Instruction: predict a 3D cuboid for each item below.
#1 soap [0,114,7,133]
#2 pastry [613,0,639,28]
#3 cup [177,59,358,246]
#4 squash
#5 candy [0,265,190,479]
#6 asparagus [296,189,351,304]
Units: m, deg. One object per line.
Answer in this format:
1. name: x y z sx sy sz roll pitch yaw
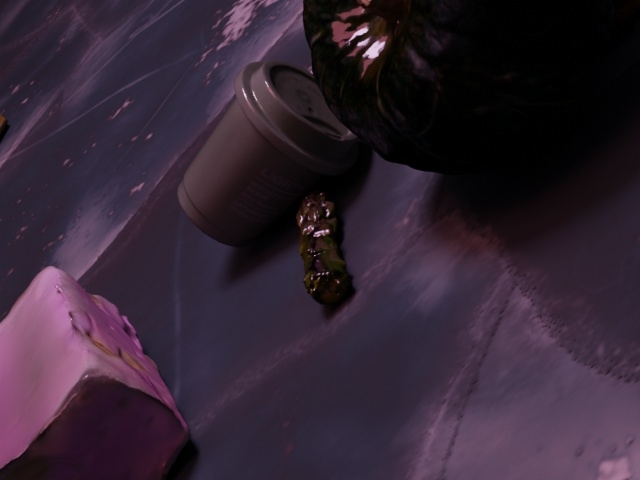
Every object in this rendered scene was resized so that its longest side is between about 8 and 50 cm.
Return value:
1. soap: -0.497 -0.094 2.454 0.160 0.080 0.257 -24 30 40
2. pastry: 0.205 -0.198 1.398 0.097 0.057 0.109 -36 23 29
3. cup: -0.045 -0.066 1.567 0.141 0.120 0.120 -52 18 27
4. squash: 0.095 -0.168 1.332 0.252 0.165 0.252 -174 90 -65
5. candy: -0.205 0.131 1.490 0.155 0.116 0.265 -45 22 0
6. asparagus: 0.000 0.000 1.462 0.036 0.030 0.165 -49 20 20
